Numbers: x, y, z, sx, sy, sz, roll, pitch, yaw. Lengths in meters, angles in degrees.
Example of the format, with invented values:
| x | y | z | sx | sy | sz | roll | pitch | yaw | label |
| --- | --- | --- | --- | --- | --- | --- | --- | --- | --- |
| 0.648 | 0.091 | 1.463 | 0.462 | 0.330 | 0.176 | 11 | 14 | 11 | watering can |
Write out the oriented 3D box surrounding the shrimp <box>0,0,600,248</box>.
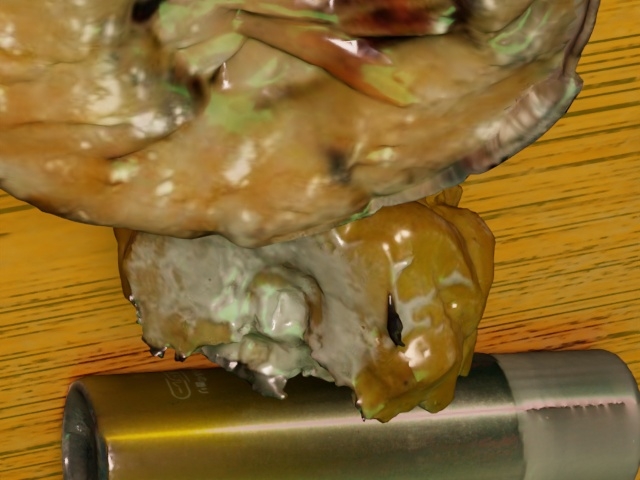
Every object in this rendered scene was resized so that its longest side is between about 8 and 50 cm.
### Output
| x | y | z | sx | sy | sz | roll | pitch | yaw | label |
| --- | --- | --- | --- | --- | --- | --- | --- | --- | --- |
| -0.012 | -0.121 | 0.520 | 0.233 | 0.071 | 0.365 | 13 | 137 | -9 | shrimp |

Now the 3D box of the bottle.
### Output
| x | y | z | sx | sy | sz | roll | pitch | yaw | label |
| --- | --- | --- | --- | --- | --- | --- | --- | --- | --- |
| 0.020 | 0.099 | 0.910 | 0.286 | 0.082 | 0.082 | -1 | 145 | -21 | bottle |

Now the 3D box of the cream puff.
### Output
| x | y | z | sx | sy | sz | roll | pitch | yaw | label |
| --- | --- | --- | --- | --- | --- | --- | --- | --- | --- |
| 0.001 | 0.000 | 0.728 | 0.156 | 0.156 | 0.121 | 3 | 101 | -27 | cream puff |
